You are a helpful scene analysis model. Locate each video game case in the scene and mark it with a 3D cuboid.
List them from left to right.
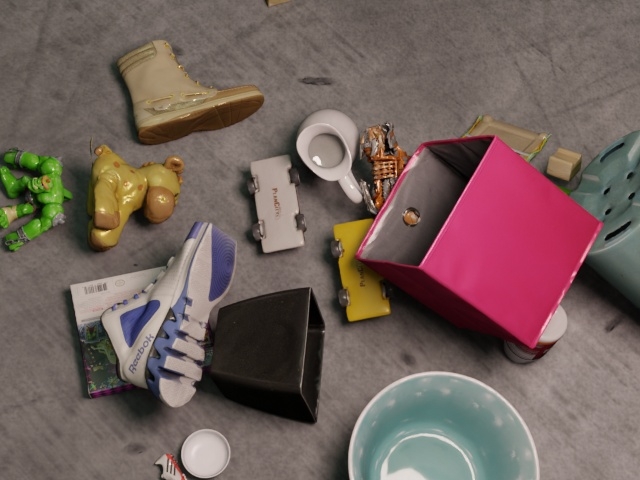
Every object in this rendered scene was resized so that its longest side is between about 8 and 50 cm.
[{"bbox_3d":[-0.316,0.156,1.737,0.232,0.042,0.210,-12,67,-12],"label":"video game case"}]

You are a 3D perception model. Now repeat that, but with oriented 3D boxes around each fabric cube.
[{"bbox_3d":[0.265,-0.002,1.658,0.258,0.259,0.254,34,80,-21],"label":"fabric cube"}]

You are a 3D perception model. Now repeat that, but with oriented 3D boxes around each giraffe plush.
[{"bbox_3d":[-0.338,-0.086,1.787,0.171,0.181,0.210,2,81,-18],"label":"giraffe plush"}]

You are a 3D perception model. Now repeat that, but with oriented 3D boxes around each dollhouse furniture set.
[{"bbox_3d":[0.402,-0.108,1.931,0.302,0.151,0.197,24,47,30],"label":"dollhouse furniture set"}]

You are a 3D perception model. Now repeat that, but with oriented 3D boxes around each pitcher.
[{"bbox_3d":[0.027,-0.161,1.848,0.125,0.207,0.177,-30,103,9],"label":"pitcher"}]

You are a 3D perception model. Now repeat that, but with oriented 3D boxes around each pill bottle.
[{"bbox_3d":[0.383,0.167,1.749,0.086,0.152,0.086,3,64,-5],"label":"pill bottle"}]

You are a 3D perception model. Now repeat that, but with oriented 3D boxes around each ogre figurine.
[{"bbox_3d":[-0.534,-0.088,1.805,0.118,0.097,0.197,-11,50,8],"label":"ogre figurine"}]

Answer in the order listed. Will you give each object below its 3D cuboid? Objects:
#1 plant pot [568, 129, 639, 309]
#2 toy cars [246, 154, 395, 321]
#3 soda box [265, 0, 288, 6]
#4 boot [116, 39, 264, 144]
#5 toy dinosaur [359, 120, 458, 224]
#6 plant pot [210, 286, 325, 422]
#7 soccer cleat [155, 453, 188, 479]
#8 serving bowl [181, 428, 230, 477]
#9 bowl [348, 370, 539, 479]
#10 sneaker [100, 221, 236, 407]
[{"bbox_3d":[0.627,-0.003,1.694,0.334,0.341,0.341,31,63,-20],"label":"plant pot"},{"bbox_3d":[0.000,0.000,1.824,0.394,0.087,0.176,38,82,16],"label":"toy cars"},{"bbox_3d":[-0.089,-0.574,2.031,0.061,0.181,0.058,-19,69,-14],"label":"soda box"},{"bbox_3d":[-0.262,-0.315,1.941,0.262,0.095,0.203,-18,67,-10],"label":"boot"},{"bbox_3d":[0.177,-0.071,1.831,0.218,0.321,0.164,-25,29,-30],"label":"toy dinosaur"},{"bbox_3d":[-0.091,0.199,1.675,0.167,0.187,0.188,0,64,9],"label":"plant pot"},{"bbox_3d":[-0.249,0.400,1.638,0.036,0.029,0.083,-32,69,-10],"label":"soccer cleat"},{"bbox_3d":[-0.196,0.368,1.658,0.083,0.027,0.083,2,64,-5],"label":"serving bowl"},{"bbox_3d":[0.192,0.391,1.616,0.312,0.163,0.311,2,64,-5],"label":"bowl"},{"bbox_3d":[-0.274,0.111,1.631,0.182,0.127,0.315,7,70,27],"label":"sneaker"}]
